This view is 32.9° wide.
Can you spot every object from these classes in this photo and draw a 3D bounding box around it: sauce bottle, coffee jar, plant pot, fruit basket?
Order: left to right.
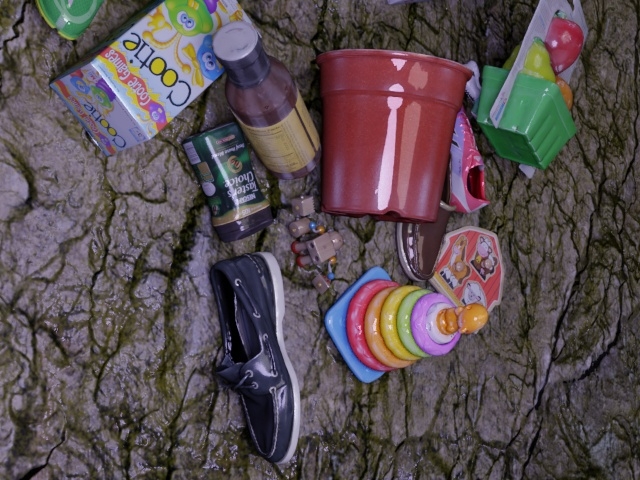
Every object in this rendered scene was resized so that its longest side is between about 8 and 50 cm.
[{"bbox_3d":[-0.147,-0.093,1.751,0.096,0.079,0.184,-27,101,-37],"label":"coffee jar"},{"bbox_3d":[-0.083,-0.216,1.688,0.344,0.111,0.111,65,41,-61],"label":"sauce bottle"},{"bbox_3d":[0.112,-0.169,1.864,0.272,0.272,0.265,8,88,-37],"label":"plant pot"},{"bbox_3d":[0.427,-0.336,2.128,0.327,0.165,0.353,38,68,-61],"label":"fruit basket"}]

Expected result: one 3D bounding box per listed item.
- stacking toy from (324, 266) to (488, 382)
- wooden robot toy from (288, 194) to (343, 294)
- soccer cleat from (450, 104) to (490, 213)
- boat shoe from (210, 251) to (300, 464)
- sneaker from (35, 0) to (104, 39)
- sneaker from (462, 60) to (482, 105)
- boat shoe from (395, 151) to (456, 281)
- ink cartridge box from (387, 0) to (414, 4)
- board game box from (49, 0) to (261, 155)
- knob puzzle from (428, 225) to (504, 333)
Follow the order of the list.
[{"bbox_3d":[0.172,0.138,1.826,0.175,0.302,0.166,-44,110,-34],"label":"stacking toy"},{"bbox_3d":[0.000,0.000,1.856,0.079,0.076,0.173,-27,102,-40],"label":"wooden robot toy"},{"bbox_3d":[0.272,-0.175,2.077,0.083,0.095,0.248,-5,87,-38],"label":"soccer cleat"},{"bbox_3d":[-0.114,0.185,1.712,0.113,0.127,0.340,0,82,-37],"label":"boat shoe"},{"bbox_3d":[-0.331,-0.435,1.625,0.109,0.123,0.295,36,64,-29],"label":"sneaker"},{"bbox_3d":[0.299,-0.300,2.156,0.044,0.040,0.109,-21,93,-21],"label":"sneaker"},{"bbox_3d":[0.201,-0.054,2.005,0.095,0.095,0.257,8,79,-37],"label":"boat shoe"},{"bbox_3d":[0.283,-0.537,2.062,0.289,0.211,0.121,-15,95,-37],"label":"ink cartridge box"},{"bbox_3d":[-0.247,-0.275,1.657,0.144,0.142,0.275,53,56,-20],"label":"board game box"},{"bbox_3d":[0.302,0.055,2.112,0.213,0.030,0.213,6,80,-37],"label":"knob puzzle"}]
